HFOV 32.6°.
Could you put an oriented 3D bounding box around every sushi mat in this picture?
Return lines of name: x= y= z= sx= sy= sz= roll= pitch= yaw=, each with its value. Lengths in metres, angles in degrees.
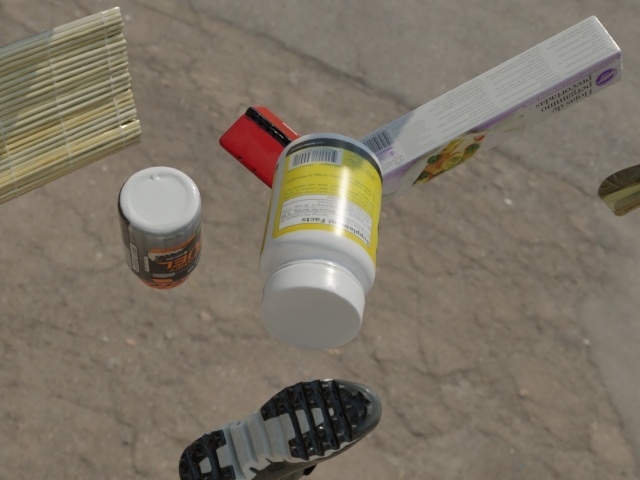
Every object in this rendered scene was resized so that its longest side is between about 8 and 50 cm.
sushi mat: x=-0.305 y=-0.109 z=1.054 sx=0.019 sy=0.152 sz=0.316 roll=19 pitch=38 yaw=41

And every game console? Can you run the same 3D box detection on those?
game console: x=-0.094 y=-0.171 z=2.011 sx=0.144 sy=0.085 sz=0.124 roll=41 pitch=16 yaw=6

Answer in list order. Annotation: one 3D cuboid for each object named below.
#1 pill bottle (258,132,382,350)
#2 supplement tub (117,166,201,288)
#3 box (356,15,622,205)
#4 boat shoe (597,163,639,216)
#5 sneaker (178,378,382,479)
pill bottle: x=0.000 y=0.000 z=1.118 sx=0.119 sy=0.119 sz=0.209 roll=20 pitch=47 yaw=-13
supplement tub: x=-0.230 y=-0.012 z=1.585 sx=0.116 sy=0.190 sz=0.117 roll=2 pitch=61 yaw=-4
box: x=0.191 y=-0.148 z=1.270 sx=0.067 sy=0.324 sz=0.063 roll=62 pitch=1 yaw=29
boat shoe: x=0.406 y=-0.069 z=1.305 sx=0.048 sy=0.153 sz=0.056 roll=48 pitch=42 yaw=-21
sneaker: x=-0.027 y=0.198 z=1.103 sx=0.106 sy=0.234 sz=0.078 roll=16 pitch=52 yaw=-56
